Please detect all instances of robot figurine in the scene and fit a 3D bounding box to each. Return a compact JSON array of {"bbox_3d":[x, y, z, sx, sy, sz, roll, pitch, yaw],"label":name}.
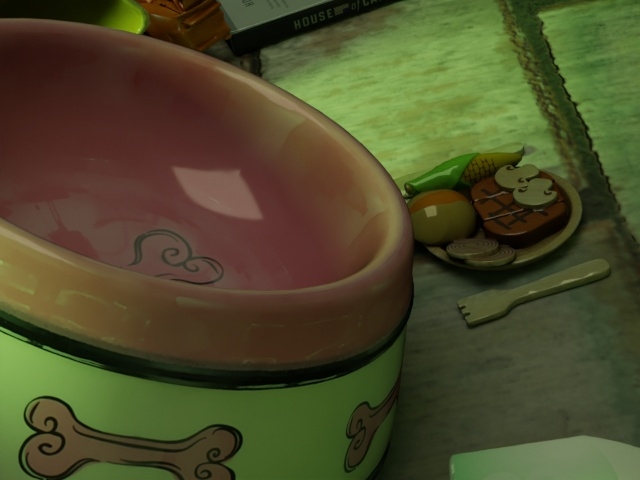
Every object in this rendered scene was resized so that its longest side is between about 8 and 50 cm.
[{"bbox_3d":[-0.232,-0.209,1.515,0.291,0.085,0.211,24,55,39],"label":"robot figurine"}]

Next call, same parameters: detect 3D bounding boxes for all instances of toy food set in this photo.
[{"bbox_3d":[0.127,-0.023,1.197,0.132,0.038,0.192,-19,37,-7],"label":"toy food set"}]

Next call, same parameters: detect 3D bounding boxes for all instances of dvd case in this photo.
[{"bbox_3d":[0.001,-0.265,1.566,0.239,0.029,0.179,-20,37,-8],"label":"dvd case"}]

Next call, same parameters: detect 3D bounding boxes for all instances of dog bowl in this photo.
[{"bbox_3d":[-0.123,0.001,1.000,0.408,0.150,0.408,17,27,-9],"label":"dog bowl"}]

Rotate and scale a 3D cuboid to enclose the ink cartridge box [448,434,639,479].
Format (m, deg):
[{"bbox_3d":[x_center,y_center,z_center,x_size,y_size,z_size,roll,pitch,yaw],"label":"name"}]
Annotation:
[{"bbox_3d":[0.191,0.182,0.898,0.225,0.056,0.181,-11,37,6],"label":"ink cartridge box"}]

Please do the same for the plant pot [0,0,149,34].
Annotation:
[{"bbox_3d":[-0.308,-0.203,1.364,0.212,0.212,0.187,-48,38,12],"label":"plant pot"}]
